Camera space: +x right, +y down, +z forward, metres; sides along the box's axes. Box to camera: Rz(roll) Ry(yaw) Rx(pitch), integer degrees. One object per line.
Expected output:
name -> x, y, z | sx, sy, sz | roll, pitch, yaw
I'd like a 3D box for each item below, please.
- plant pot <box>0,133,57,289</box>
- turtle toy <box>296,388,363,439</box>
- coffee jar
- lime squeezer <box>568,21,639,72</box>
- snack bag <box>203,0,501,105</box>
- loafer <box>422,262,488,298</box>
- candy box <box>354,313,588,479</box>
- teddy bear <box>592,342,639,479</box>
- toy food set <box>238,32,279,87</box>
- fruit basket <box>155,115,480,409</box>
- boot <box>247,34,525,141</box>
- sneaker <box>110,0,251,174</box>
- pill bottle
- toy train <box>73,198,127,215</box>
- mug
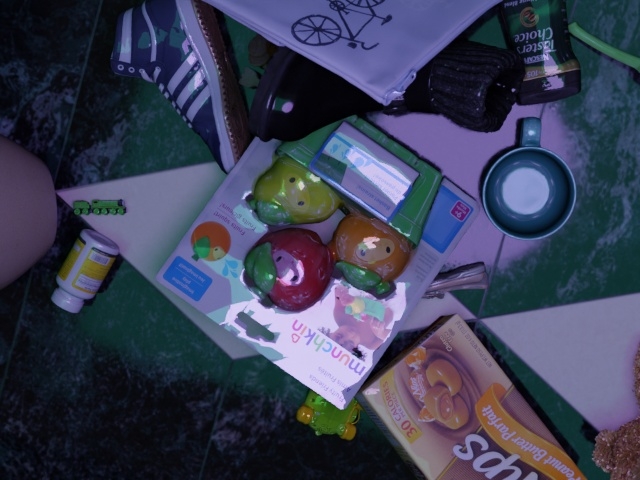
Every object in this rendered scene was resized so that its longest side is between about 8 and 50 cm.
plant pot -> -0.486, -0.042, 1.674 | 0.190, 0.284, 0.284 | -5, 96, -29
turtle toy -> 0.021, 0.227, 1.725 | 0.095, 0.066, 0.130 | 24, 95, -16
coffee jar -> 0.305, -0.284, 1.638 | 0.096, 0.079, 0.185 | -11, 95, 18
lime squeezer -> 0.458, -0.183, 1.647 | 0.109, 0.059, 0.310 | -25, 93, 7
snack bag -> 0.036, -0.328, 1.540 | 0.342, 0.323, 0.037 | 31, 139, 17
loafer -> 0.183, 0.068, 1.707 | 0.125, 0.045, 0.039 | -16, 100, 4
candy box -> 0.214, 0.284, 1.677 | 0.183, 0.087, 0.316 | -38, 92, -12
teddy bear -> 0.539, 0.235, 1.667 | 0.245, 0.113, 0.338 | 23, 90, -4
toy food set -> -0.060, -0.301, 1.662 | 0.132, 0.038, 0.192 | 32, 101, 47
fruit basket -> 0.000, 0.000, 1.635 | 0.327, 0.165, 0.353 | 36, 78, 2
boot -> 0.094, -0.196, 1.534 | 0.260, 0.348, 0.131 | 29, 138, 20
sneaker -> -0.203, -0.217, 1.692 | 0.153, 0.099, 0.282 | -14, 99, 14
pill bottle -> -0.353, 0.047, 1.747 | 0.065, 0.065, 0.116 | 31, 97, 2
toy train -> -0.330, -0.050, 1.760 | 0.083, 0.017, 0.024 | -1, 85, 6
mug -> 0.298, -0.079, 1.652 | 0.129, 0.097, 0.158 | 35, 97, 2
